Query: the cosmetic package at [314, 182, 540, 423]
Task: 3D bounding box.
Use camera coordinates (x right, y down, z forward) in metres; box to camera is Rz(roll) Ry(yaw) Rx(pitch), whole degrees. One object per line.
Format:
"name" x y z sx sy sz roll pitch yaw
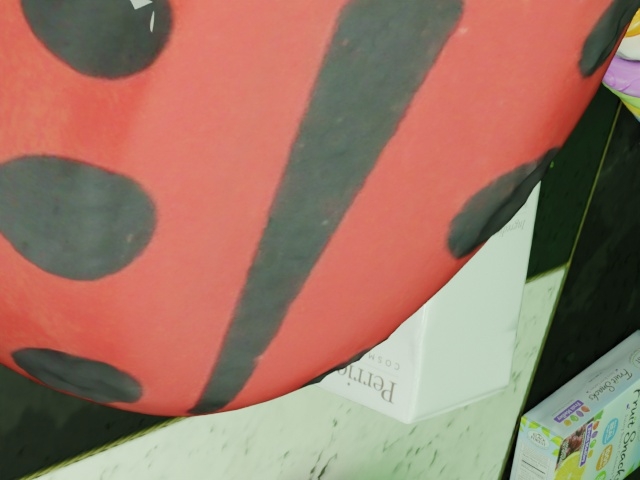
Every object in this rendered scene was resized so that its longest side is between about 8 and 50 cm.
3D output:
"cosmetic package" 0.032 -0.047 0.880 0.085 0.117 0.231 -14 116 -49

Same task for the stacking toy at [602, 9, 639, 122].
"stacking toy" 0.191 -0.121 1.058 0.302 0.175 0.165 6 113 -50

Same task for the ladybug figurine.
"ladybug figurine" -0.017 -0.090 0.650 0.305 0.162 0.449 -4 139 -25

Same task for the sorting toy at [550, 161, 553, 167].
"sorting toy" 0.086 -0.055 1.046 0.102 0.061 0.042 166 -77 -85

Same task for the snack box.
"snack box" 0.186 0.136 1.380 0.141 0.037 0.100 -30 140 -41
